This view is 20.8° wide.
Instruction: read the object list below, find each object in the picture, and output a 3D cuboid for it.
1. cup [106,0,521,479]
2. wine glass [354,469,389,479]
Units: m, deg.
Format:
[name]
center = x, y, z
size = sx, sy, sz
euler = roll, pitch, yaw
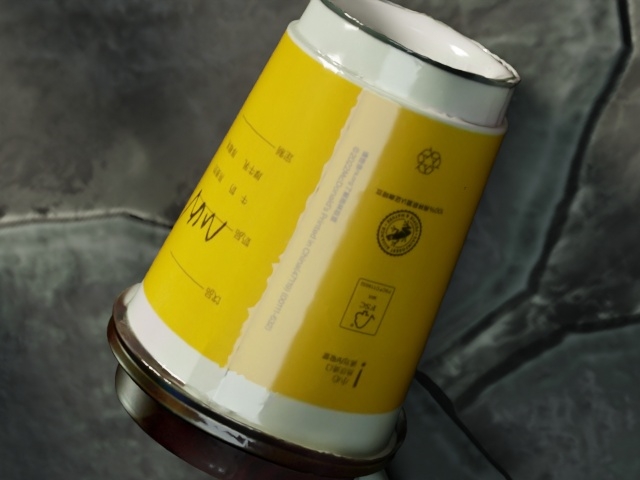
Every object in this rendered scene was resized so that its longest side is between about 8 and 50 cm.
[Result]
[cup]
center = 0.000, 0.000, 1.034
size = 0.196, 0.196, 0.279
euler = 26, 106, 5
[wine glass]
center = 0.041, 0.216, 1.158
size = 0.072, 0.072, 0.155
euler = -26, 102, 23
